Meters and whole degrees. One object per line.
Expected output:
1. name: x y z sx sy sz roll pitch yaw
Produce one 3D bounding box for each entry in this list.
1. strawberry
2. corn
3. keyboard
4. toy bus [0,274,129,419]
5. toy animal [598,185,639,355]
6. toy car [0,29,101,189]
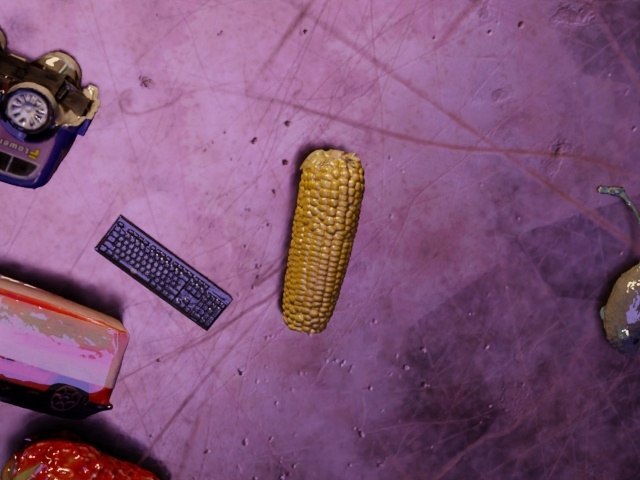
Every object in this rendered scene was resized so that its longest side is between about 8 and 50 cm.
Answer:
1. strawberry: -0.319 0.370 1.802 0.244 0.205 0.205 5 102 -33
2. corn: 0.002 0.002 1.806 0.091 0.091 0.260 7 105 -14
3. keyboard: -0.217 0.047 1.819 0.198 0.010 0.064 37 96 -15
4. toy bus: -0.410 0.134 1.747 0.302 0.127 0.147 21 93 -12
5. toy animal: 0.454 0.046 1.905 0.079 0.070 0.253 -6 100 -25
6. toy car: -0.413 -0.169 1.667 0.235 0.172 0.158 24 111 -9
